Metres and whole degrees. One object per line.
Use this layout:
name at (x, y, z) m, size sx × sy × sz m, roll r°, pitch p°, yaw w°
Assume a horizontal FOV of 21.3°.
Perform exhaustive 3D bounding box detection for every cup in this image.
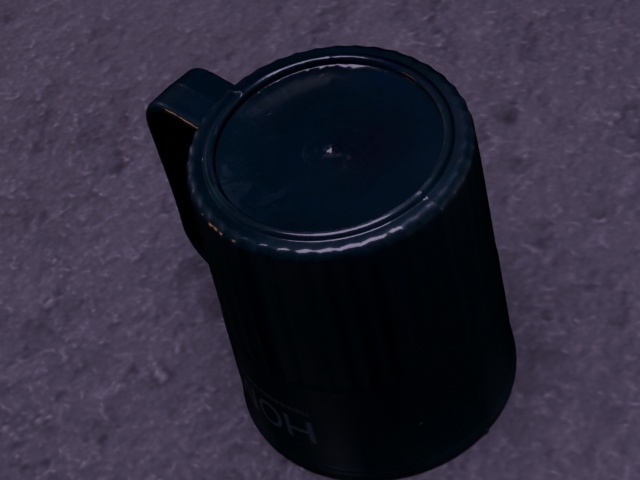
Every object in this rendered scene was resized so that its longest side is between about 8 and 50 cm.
cup at (0.018, -0.004, 1.406) m, size 0.242 × 0.292 × 0.308 m, roll -20°, pitch 50°, yaw -5°
